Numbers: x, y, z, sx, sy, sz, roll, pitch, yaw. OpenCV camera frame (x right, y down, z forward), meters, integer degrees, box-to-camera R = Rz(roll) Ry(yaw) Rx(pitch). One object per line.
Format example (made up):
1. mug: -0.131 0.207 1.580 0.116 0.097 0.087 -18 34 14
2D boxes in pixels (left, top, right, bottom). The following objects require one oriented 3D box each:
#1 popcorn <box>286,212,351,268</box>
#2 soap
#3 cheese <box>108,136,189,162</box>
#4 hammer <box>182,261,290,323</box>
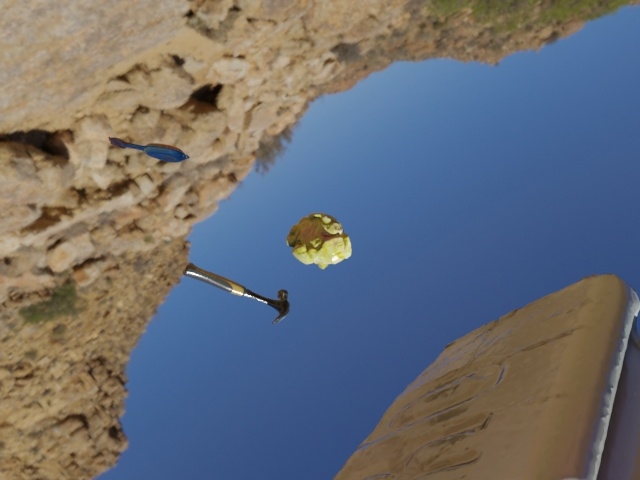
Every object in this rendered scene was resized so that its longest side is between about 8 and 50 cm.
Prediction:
1. popcorn: 0.001 0.000 1.169 0.109 0.096 0.089 13 175 22
2. soap: 0.191 0.256 0.678 0.350 0.213 0.435 -38 179 40
3. cheese: -0.237 -0.126 0.901 0.047 0.111 0.017 126 -26 -71
4. hammer: -0.139 0.086 1.101 0.021 0.201 0.078 -50 -151 32
